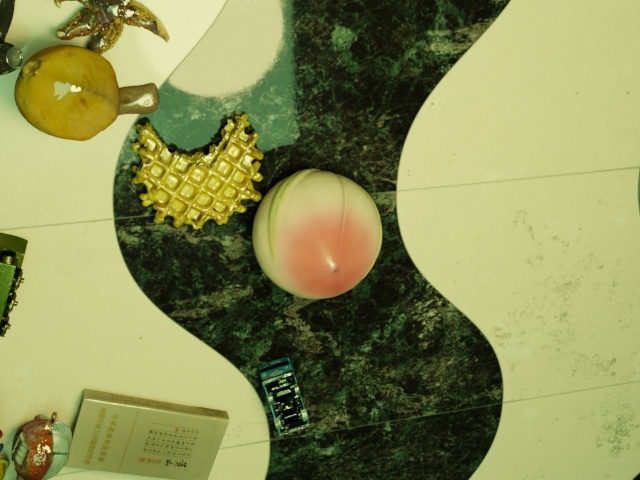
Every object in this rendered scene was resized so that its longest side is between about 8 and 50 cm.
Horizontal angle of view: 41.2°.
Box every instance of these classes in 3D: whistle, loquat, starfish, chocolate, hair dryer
[{"bbox_3d":[-0.685,0.546,2.020,0.134,0.142,0.346,-4,126,-60],"label":"whistle"},{"bbox_3d":[-0.496,-0.290,1.687,0.187,0.176,0.234,-25,156,23],"label":"loquat"},{"bbox_3d":[-0.412,-0.456,1.711,0.238,0.071,0.216,-41,123,15],"label":"starfish"},{"bbox_3d":[-0.391,-0.297,1.801,0.101,0.031,0.064,-7,110,-11],"label":"chocolate"},{"bbox_3d":[-0.636,-0.425,1.646,0.075,0.196,0.219,32,70,-62],"label":"hair dryer"}]

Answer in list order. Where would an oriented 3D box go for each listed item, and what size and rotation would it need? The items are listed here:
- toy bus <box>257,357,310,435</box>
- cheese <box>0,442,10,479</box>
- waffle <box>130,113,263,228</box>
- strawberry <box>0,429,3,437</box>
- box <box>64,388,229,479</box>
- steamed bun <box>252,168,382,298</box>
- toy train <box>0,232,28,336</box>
[{"bbox_3d":[-0.093,0.386,2.134,0.090,0.106,0.184,-16,121,-4],"label":"toy bus"},{"bbox_3d":[-0.791,0.545,1.988,0.156,0.064,0.250,-24,157,-46],"label":"cheese"},{"bbox_3d":[-0.267,-0.144,1.881,0.293,0.069,0.259,-9,114,-10],"label":"waffle"},{"bbox_3d":[-0.885,0.452,1.913,0.336,0.265,0.149,-41,74,20],"label":"strawberry"},{"bbox_3d":[-0.429,0.491,2.116,0.365,0.051,0.204,14,109,-20],"label":"box"},{"bbox_3d":[0.000,0.000,1.895,0.309,0.309,0.309,-6,114,-13],"label":"steamed bun"},{"bbox_3d":[-0.692,0.104,1.832,0.090,0.137,0.225,16,112,-20],"label":"toy train"}]
